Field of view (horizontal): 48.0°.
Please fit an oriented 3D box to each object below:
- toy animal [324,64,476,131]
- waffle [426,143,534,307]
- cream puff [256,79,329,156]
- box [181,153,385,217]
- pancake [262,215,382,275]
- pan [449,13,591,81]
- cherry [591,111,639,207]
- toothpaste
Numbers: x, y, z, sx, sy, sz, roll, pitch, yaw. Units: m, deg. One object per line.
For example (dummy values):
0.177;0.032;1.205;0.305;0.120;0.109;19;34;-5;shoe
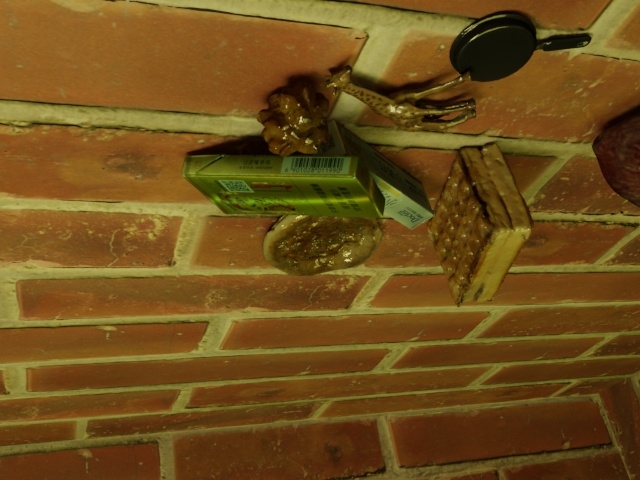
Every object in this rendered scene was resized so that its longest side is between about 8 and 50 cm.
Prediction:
0.132;-0.226;1.156;0.276;0.054;0.149;3;159;-13;toy animal
0.311;-0.024;1.430;0.091;0.212;0.308;-10;150;-10;waffle
-0.035;-0.184;1.115;0.116;0.094;0.122;23;96;-31;cream puff
-0.060;-0.091;1.225;0.311;0.043;0.173;2;160;21;box
0.000;-0.001;1.525;0.283;0.049;0.282;-9;148;-6;pancake
0.319;-0.300;1.123;0.235;0.028;0.136;-6;151;-10;pan
0.658;-0.156;1.339;0.301;0.202;0.230;3;153;2;cherry
0.100;-0.112;1.320;0.071;0.089;0.313;-33;145;24;toothpaste
